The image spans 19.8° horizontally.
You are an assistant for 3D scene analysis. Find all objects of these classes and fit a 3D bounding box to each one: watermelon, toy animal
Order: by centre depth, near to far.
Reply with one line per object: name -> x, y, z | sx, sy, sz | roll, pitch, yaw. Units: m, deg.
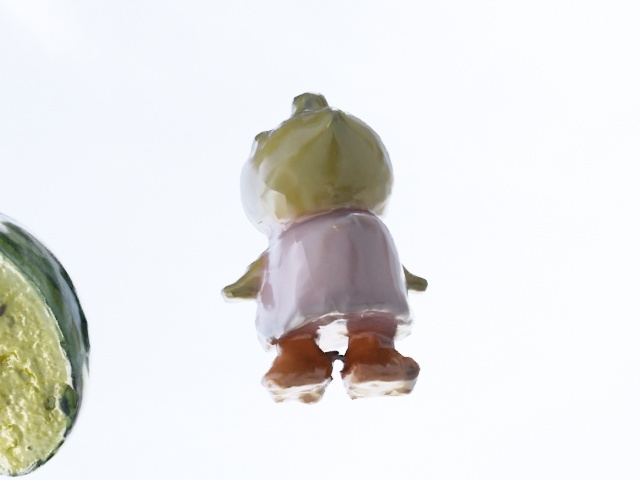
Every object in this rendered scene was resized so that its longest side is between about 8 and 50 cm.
watermelon -> -0.253, 0.053, 1.310 | 0.232, 0.204, 0.127 | 54, -147, -7
toy animal -> 0.001, -0.004, 1.648 | 0.195, 0.281, 0.169 | 0, -29, -17
